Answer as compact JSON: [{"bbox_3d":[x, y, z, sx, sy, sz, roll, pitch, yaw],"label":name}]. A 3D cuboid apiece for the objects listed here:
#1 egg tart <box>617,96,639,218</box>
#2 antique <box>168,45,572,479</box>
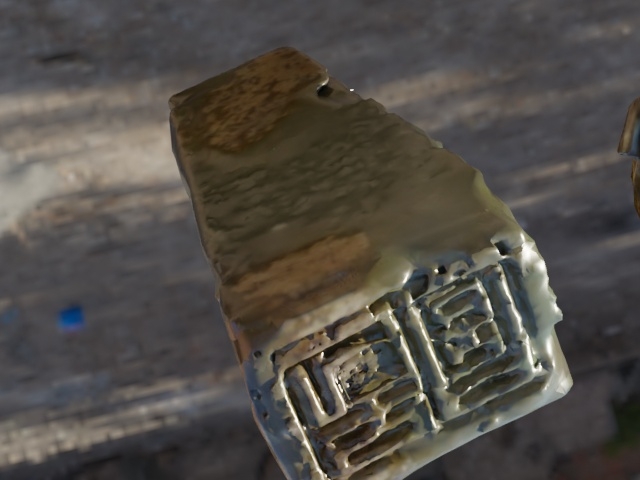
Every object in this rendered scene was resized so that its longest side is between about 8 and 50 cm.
[{"bbox_3d":[0.246,-0.030,0.644,0.290,0.291,0.107,-17,176,15],"label":"egg tart"},{"bbox_3d":[0.000,0.000,0.942,0.150,0.125,0.284,-24,-149,-7],"label":"antique"}]
